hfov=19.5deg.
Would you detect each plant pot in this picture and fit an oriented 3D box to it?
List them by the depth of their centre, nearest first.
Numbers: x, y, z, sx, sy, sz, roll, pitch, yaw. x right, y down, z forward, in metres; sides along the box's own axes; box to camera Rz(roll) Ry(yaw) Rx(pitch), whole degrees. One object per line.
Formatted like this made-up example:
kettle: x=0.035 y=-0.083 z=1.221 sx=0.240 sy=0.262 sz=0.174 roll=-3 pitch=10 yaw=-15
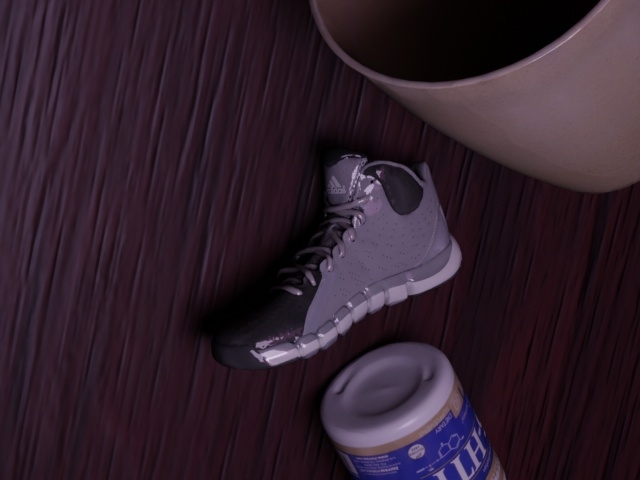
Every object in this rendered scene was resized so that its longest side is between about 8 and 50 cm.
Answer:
plant pot: x=0.165 y=-0.154 z=1.361 sx=0.256 sy=0.256 sz=0.274 roll=-53 pitch=142 yaw=-6

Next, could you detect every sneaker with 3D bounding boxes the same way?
sneaker: x=0.000 y=0.000 z=1.395 sx=0.229 sy=0.086 sz=0.132 roll=-26 pitch=114 yaw=-33

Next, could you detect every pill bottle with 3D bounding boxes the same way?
pill bottle: x=0.085 y=0.183 z=1.480 sx=0.112 sy=0.112 sz=0.186 roll=-38 pitch=122 yaw=-16
